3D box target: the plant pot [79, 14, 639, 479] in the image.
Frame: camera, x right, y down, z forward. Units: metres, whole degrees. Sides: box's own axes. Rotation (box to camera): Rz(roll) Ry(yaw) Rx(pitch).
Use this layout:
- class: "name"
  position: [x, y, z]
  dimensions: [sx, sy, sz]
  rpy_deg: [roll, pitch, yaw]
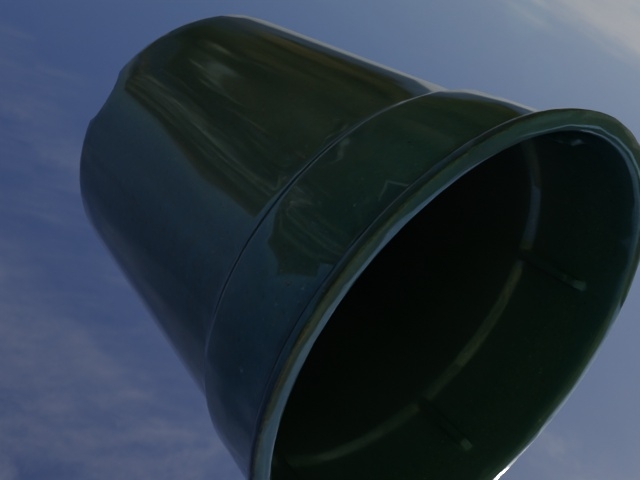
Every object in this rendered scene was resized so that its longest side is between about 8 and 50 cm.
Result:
- class: "plant pot"
  position: [0.000, 0.000, 0.619]
  dimensions: [0.341, 0.341, 0.334]
  rpy_deg: [-1, -151, -43]
